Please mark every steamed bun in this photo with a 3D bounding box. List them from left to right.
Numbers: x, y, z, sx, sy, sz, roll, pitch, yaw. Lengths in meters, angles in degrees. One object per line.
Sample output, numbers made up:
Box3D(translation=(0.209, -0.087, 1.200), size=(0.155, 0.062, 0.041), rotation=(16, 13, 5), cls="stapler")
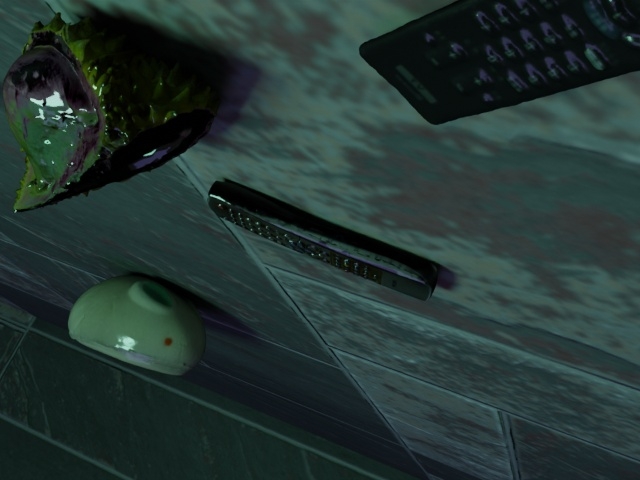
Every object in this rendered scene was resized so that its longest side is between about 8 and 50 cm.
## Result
Box3D(translation=(-0.277, 0.126, 1.246), size=(0.228, 0.130, 0.177), rotation=(11, 167, 35), cls="steamed bun")

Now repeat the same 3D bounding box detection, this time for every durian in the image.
Box3D(translation=(-0.142, -0.100, 0.529), size=(0.187, 0.119, 0.108), rotation=(-22, 94, 51), cls="durian")

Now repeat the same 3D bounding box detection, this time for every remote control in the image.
Box3D(translation=(0.000, 0.000, 0.691), size=(0.212, 0.028, 0.059), rotation=(23, 166, 9), cls="remote control")
Box3D(translation=(0.103, -0.088, 0.305), size=(0.063, 0.025, 0.245), rotation=(35, 160, -26), cls="remote control")
